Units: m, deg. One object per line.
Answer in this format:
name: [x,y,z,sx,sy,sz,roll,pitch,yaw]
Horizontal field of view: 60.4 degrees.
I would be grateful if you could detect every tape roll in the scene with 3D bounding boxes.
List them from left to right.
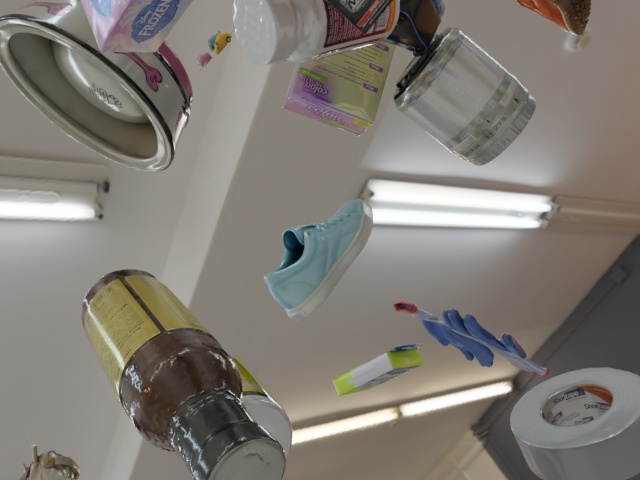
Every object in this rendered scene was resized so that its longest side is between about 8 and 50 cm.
tape roll: [0.423,0.293,0.883,0.219,0.219,0.072,-28,-83,-7]

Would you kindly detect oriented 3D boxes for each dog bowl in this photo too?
dog bowl: [-0.446,-0.331,1.136,0.150,0.408,0.408,-62,-32,-25]

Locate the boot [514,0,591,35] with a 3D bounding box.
boot: [0.338,-0.358,0.813,0.158,0.085,0.059,22,-87,-39]

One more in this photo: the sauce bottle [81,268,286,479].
sauce bottle: [-0.150,0.131,0.545,0.111,0.344,0.111,-12,-67,-29]

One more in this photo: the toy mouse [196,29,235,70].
toy mouse: [-0.285,-0.499,1.430,0.031,0.143,0.161,41,-107,-29]

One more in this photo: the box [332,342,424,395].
box: [0.124,0.266,1.131,0.109,0.042,0.178,6,-34,-47]

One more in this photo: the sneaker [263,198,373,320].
sneaker: [0.000,0.000,1.248,0.135,0.366,0.150,-19,-61,44]

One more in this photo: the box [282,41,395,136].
box: [0.048,-0.418,1.370,0.214,0.117,0.243,18,-101,-13]

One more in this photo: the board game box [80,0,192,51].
board game box: [-0.150,-0.377,0.439,0.066,0.318,0.318,-18,-6,-44]

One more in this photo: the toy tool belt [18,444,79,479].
toy tool belt: [-0.272,0.234,0.552,0.052,0.051,0.083,-27,-21,-32]

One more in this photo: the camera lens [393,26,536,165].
camera lens: [0.324,-0.333,1.275,0.274,0.219,0.219,36,-71,-9]

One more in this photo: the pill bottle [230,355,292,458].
pill bottle: [-0.129,0.222,0.724,0.119,0.208,0.119,-6,-77,-25]

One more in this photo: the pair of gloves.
pair of gloves: [0.189,0.127,0.699,0.159,0.198,0.023,33,-102,-19]

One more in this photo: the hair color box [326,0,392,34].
hair color box: [0.023,-0.315,0.633,0.141,0.043,0.072,38,-46,-10]

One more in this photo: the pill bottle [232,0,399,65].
pill bottle: [-0.004,-0.320,0.775,0.221,0.121,0.121,-26,-38,-32]

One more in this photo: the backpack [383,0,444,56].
backpack: [0.143,-0.469,1.111,0.158,0.173,0.117,25,-87,-59]
